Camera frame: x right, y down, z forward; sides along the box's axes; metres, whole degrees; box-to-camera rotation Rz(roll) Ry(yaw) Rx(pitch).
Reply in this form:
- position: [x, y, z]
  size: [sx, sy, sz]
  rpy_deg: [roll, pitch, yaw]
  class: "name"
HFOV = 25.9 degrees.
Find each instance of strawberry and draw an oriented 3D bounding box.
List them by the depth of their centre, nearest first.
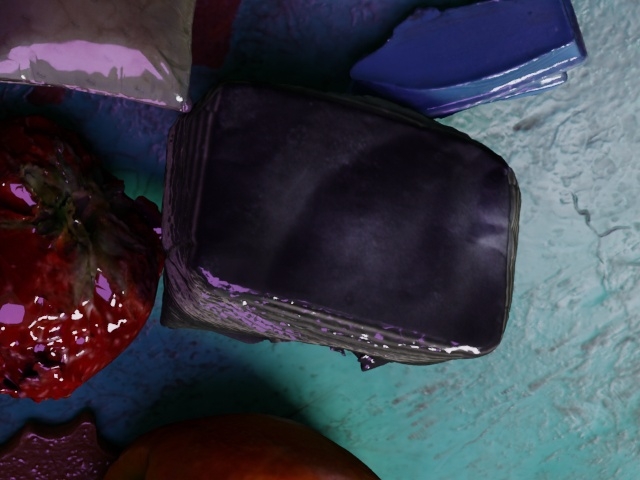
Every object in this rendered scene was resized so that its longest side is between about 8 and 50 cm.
- position: [-0.290, 0.030, 1.346]
  size: [0.220, 0.274, 0.274]
  rpy_deg: [-25, 122, 37]
  class: "strawberry"

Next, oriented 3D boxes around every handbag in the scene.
- position: [0.000, 0.000, 1.306]
  size: [0.341, 0.247, 0.240]
  rpy_deg: [13, 160, -17]
  class: "handbag"

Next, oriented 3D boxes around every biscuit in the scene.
- position: [-0.298, 0.282, 1.601]
  size: [0.182, 0.034, 0.215]
  rpy_deg: [19, 115, -15]
  class: "biscuit"

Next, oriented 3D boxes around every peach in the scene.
- position: [-0.070, 0.345, 1.506]
  size: [0.373, 0.290, 0.372]
  rpy_deg: [-3, 124, -5]
  class: "peach"

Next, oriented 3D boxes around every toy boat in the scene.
- position: [0.133, -0.166, 1.338]
  size: [0.238, 0.109, 0.098]
  rpy_deg: [-14, 156, 7]
  class: "toy boat"

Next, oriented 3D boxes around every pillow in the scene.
- position: [-0.183, -0.270, 1.195]
  size: [0.185, 0.075, 0.302]
  rpy_deg: [8, 82, -11]
  class: "pillow"
